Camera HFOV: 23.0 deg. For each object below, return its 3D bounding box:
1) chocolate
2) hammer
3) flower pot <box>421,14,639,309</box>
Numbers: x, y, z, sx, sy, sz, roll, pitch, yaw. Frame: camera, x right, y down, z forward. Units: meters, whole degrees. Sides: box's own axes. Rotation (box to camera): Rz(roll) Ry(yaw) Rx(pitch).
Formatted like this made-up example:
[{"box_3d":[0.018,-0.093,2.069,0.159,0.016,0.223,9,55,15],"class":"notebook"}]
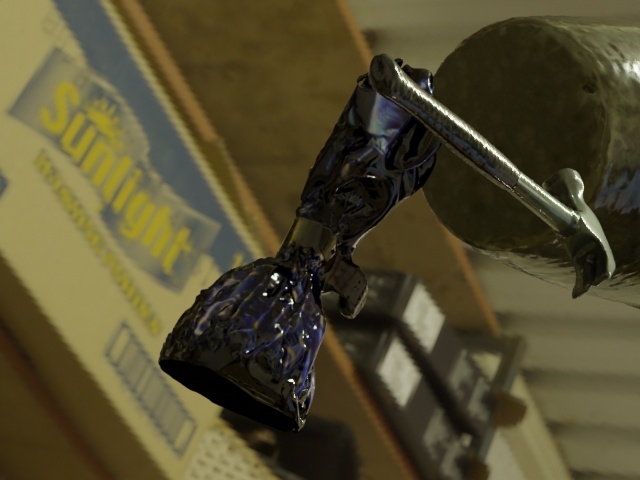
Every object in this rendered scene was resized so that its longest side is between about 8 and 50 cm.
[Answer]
[{"box_3d":[0.004,-0.003,1.270,0.126,0.343,0.148,3,-39,42],"class":"chocolate"},{"box_3d":[0.106,-0.041,0.940,0.029,0.103,0.246,-34,-39,22],"class":"hammer"},{"box_3d":[0.267,-0.086,1.540,0.294,0.293,0.330,-8,-11,41],"class":"flower pot"}]
